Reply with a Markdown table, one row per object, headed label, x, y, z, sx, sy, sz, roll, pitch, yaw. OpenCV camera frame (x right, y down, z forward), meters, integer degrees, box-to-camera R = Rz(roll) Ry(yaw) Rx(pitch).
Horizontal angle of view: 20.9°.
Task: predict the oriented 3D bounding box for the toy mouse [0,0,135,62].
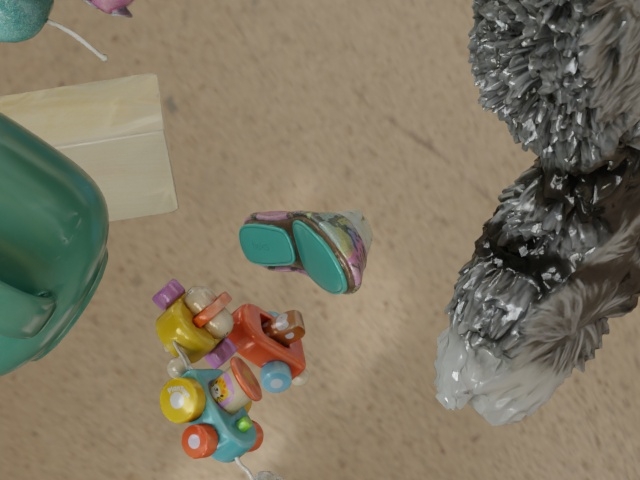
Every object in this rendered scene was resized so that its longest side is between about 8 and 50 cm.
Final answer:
| label | x | y | z | sx | sy | sz | roll | pitch | yaw |
| --- | --- | --- | --- | --- | --- | --- | --- | --- | --- |
| toy mouse | -0.131 | -0.124 | 0.823 | 0.161 | 0.143 | 0.031 | 1 | 51 | 18 |

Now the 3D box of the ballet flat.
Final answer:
| label | x | y | z | sx | sy | sz | roll | pitch | yaw |
| --- | --- | --- | --- | --- | --- | --- | --- | --- | --- |
| ballet flat | 0.000 | 0.000 | 1.624 | 0.079 | 0.077 | 0.221 | -22 | 15 | -23 |

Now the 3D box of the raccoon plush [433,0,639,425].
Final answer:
| label | x | y | z | sx | sy | sz | roll | pitch | yaw |
| --- | --- | --- | --- | --- | --- | --- | --- | --- | --- |
| raccoon plush | 0.103 | -0.158 | 0.988 | 0.446 | 0.216 | 0.299 | -55 | 47 | 17 |

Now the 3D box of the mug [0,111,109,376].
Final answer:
| label | x | y | z | sx | sy | sz | roll | pitch | yaw |
| --- | --- | --- | --- | --- | --- | --- | --- | --- | --- |
| mug | -0.173 | 0.016 | 0.903 | 0.129 | 0.097 | 0.158 | -39 | 27 | 35 |

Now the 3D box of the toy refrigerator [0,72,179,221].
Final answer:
| label | x | y | z | sx | sy | sz | roll | pitch | yaw |
| --- | --- | --- | --- | --- | --- | --- | --- | --- | --- |
| toy refrigerator | -0.272 | -0.072 | 1.587 | 0.269 | 0.102 | 0.094 | -9 | 45 | -2 |

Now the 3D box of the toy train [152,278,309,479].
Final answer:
| label | x | y | z | sx | sy | sz | roll | pitch | yaw |
| --- | --- | --- | --- | --- | --- | --- | --- | --- | --- |
| toy train | -0.038 | 0.075 | 1.001 | 0.046 | 0.125 | 0.166 | -41 | 29 | 22 |
